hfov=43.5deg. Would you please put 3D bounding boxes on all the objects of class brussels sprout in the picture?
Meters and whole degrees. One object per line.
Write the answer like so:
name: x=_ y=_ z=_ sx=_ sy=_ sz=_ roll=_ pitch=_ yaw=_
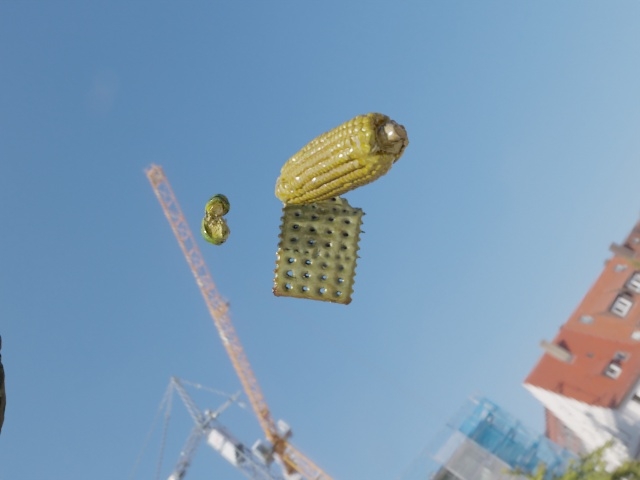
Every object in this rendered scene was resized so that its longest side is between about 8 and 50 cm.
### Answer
brussels sprout: x=-0.162 y=-0.036 z=1.260 sx=0.046 sy=0.051 sz=0.083 roll=0 pitch=-70 yaw=-34

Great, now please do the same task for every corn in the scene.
corn: x=0.025 y=-0.113 z=1.153 sx=0.097 sy=0.262 sz=0.097 roll=14 pitch=-112 yaw=-37

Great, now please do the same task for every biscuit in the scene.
biscuit: x=0.000 y=0.000 z=1.310 sx=0.016 sy=0.144 sz=0.203 roll=135 pitch=144 yaw=-83

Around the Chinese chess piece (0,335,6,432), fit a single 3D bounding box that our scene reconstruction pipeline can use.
Chinese chess piece: x=-0.288 y=0.120 z=0.550 sx=0.083 sy=0.188 sz=0.188 roll=11 pitch=-71 yaw=-39
